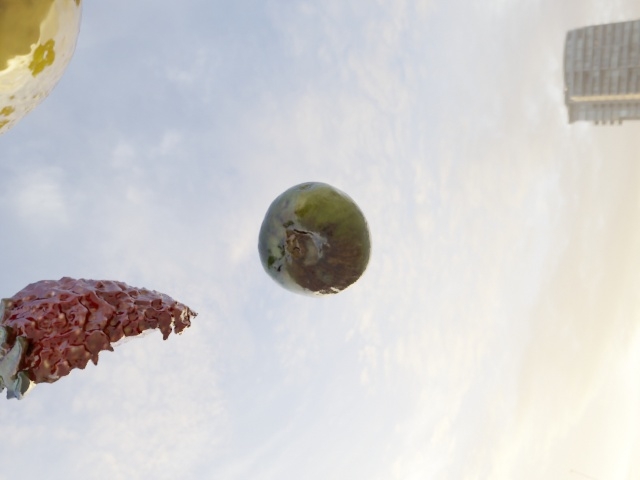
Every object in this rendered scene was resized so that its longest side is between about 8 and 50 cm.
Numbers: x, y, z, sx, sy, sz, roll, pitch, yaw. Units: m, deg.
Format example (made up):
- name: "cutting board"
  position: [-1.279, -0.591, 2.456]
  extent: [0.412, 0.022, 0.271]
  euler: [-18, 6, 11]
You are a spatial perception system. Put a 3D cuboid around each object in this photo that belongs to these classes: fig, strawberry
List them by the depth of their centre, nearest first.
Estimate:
- name: "strawberry"
  position: [-0.337, 0.112, 0.755]
  extent: [0.306, 0.233, 0.138]
  euler: [-20, -89, -55]
- name: "fig"
  position: [0.000, 0.000, 0.846]
  extent: [0.191, 0.181, 0.181]
  euler: [4, -85, -67]

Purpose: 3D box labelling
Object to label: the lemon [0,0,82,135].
- name: "lemon"
  position: [-0.282, -0.165, 0.336]
  extent: [0.236, 0.263, 0.236]
  euler: [-9, -90, -81]
